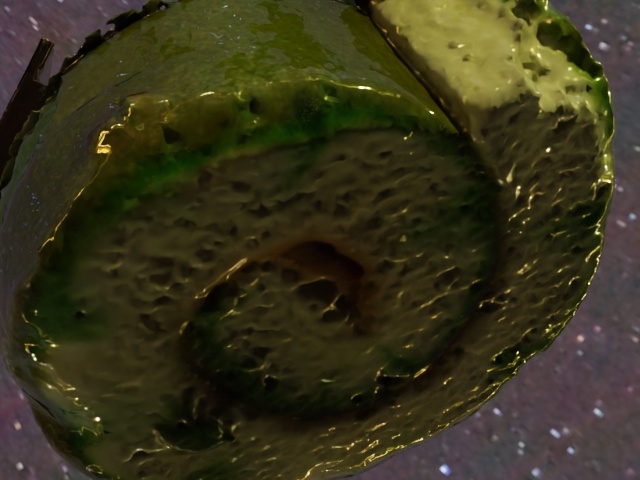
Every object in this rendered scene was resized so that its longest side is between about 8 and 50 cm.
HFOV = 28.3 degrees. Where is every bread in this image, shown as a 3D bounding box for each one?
[{"bbox_3d":[0.000,0.000,0.751,0.382,0.129,0.366,-46,-44,13],"label":"bread"}]

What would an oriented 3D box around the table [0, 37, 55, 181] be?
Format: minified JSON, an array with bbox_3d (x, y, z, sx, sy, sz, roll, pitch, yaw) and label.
[{"bbox_3d":[-0.178,-0.009,0.949,0.169,0.172,0.193,25,-105,-9],"label":"table"}]

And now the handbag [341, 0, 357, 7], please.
[{"bbox_3d":[-0.001,-0.289,0.936,0.221,0.057,0.144,45,-105,-14],"label":"handbag"}]
